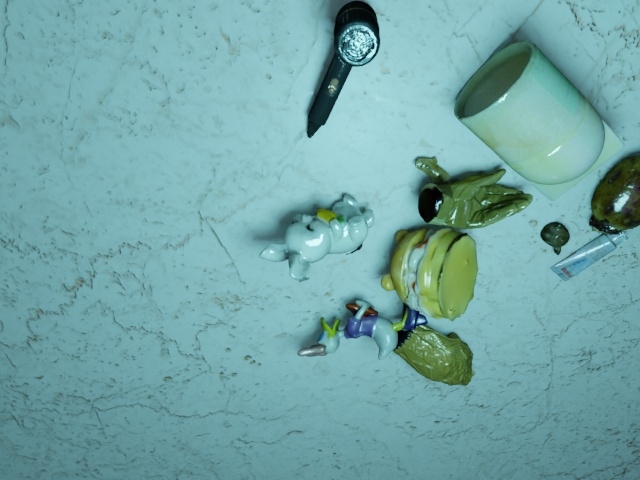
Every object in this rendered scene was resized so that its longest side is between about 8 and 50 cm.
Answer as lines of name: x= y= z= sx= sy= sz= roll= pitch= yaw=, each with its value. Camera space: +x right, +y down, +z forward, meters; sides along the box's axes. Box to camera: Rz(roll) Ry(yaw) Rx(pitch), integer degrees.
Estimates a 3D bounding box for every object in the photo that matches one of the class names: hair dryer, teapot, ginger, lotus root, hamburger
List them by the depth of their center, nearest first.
hair dryer: x=0.038 y=-0.390 z=1.078 sx=0.107 sy=0.189 sz=0.352 roll=19 pitch=129 yaw=-12
ginger: x=0.332 y=-0.197 z=1.264 sx=0.137 sy=0.044 sz=0.057 roll=39 pitch=127 yaw=-20
lotus root: x=0.912 y=-0.142 z=1.276 sx=0.170 sy=0.141 sz=0.313 roll=13 pitch=116 yaw=-15
hamburger: x=0.321 y=0.092 z=1.307 sx=0.237 sy=0.276 sz=0.276 roll=11 pitch=128 yaw=41
teapot: x=0.752 y=-0.007 z=1.379 sx=0.076 sy=0.068 sz=0.121 roll=-14 pitch=118 yaw=3

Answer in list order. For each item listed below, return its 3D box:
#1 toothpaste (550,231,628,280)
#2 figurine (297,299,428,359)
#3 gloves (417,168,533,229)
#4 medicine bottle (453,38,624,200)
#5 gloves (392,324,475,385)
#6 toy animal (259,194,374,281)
toothpaste: x=0.886 y=0.048 z=1.431 sx=0.089 sy=0.057 sz=0.234 roll=37 pitch=116 yaw=-19
figurine: x=0.136 y=0.299 z=1.425 sx=0.422 sy=0.193 sz=0.154 roll=-8 pitch=162 yaw=8
gloves: x=0.441 y=-0.112 z=1.246 sx=0.332 sy=0.154 sz=0.141 roll=-4 pitch=153 yaw=-17
medicine bottle: x=0.571 y=-0.286 z=1.121 sx=0.406 sy=0.235 sz=0.235 roll=34 pitch=111 yaw=-19
gloves: x=0.409 y=0.410 z=1.531 sx=0.357 sy=0.155 sz=0.203 roll=26 pitch=117 yaw=-20
toy animal: x=-0.002 y=-0.005 z=1.239 sx=0.325 sy=0.209 sz=0.154 roll=-43 pitch=140 yaw=-26
